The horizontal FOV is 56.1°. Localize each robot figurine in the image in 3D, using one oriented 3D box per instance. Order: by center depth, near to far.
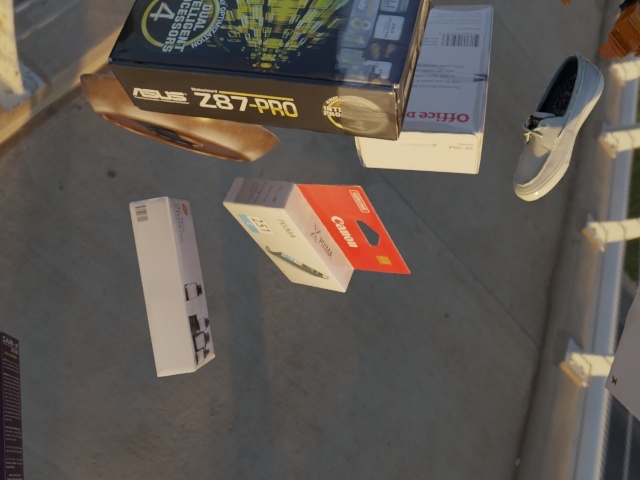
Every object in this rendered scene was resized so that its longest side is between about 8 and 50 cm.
[{"bbox_3d":[0.473,-0.363,0.893,0.291,0.085,0.211,-27,81,-40],"label":"robot figurine"}]

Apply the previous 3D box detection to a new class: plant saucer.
[{"bbox_3d":[-0.219,-0.179,0.935,0.310,0.310,0.050,17,88,-33],"label":"plant saucer"}]

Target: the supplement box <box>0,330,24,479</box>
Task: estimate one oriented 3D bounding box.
[{"bbox_3d":[-0.506,0.263,0.859,0.130,0.073,0.240,-9,70,-8],"label":"supplement box"}]

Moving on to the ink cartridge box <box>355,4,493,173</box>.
[{"bbox_3d":[0.181,-0.264,1.039,0.117,0.207,0.283,70,28,-60],"label":"ink cartridge box"}]

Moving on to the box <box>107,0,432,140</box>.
[{"bbox_3d":[-0.025,-0.315,0.701,0.318,0.097,0.395,11,67,12],"label":"box"}]

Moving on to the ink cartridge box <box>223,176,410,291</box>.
[{"bbox_3d":[0.000,0.000,1.123,0.296,0.261,0.066,53,52,-48],"label":"ink cartridge box"}]

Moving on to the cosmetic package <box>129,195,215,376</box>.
[{"bbox_3d":[-0.206,0.061,0.852,0.099,0.060,0.239,-5,86,-86],"label":"cosmetic package"}]

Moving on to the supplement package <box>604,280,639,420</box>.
[{"bbox_3d":[0.493,0.135,0.631,0.262,0.198,0.200,13,100,0],"label":"supplement package"}]

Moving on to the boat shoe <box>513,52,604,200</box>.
[{"bbox_3d":[0.343,-0.174,0.908,0.081,0.079,0.228,26,91,-34],"label":"boat shoe"}]
